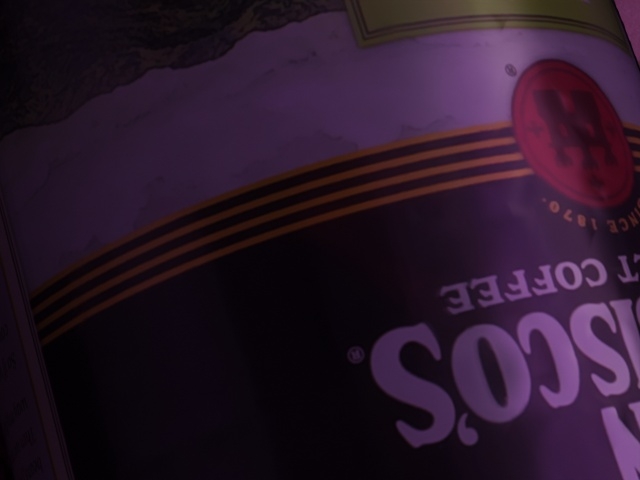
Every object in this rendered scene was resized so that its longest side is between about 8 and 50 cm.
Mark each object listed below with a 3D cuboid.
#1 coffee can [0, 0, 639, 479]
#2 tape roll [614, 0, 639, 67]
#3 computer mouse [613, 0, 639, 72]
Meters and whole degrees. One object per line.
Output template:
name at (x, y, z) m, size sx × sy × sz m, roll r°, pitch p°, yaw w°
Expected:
coffee can at (0.000, 0.000, 0.492) m, size 0.201 × 0.201 × 0.275 m, roll 6°, pitch 62°, yaw -55°
tape roll at (0.139, -0.095, 0.617) m, size 0.072 × 0.392 × 0.392 m, roll -19°, pitch 81°, yaw -18°
computer mouse at (0.086, -0.032, 0.630) m, size 0.072 × 0.188 × 0.272 m, roll -11°, pitch 117°, yaw -24°
